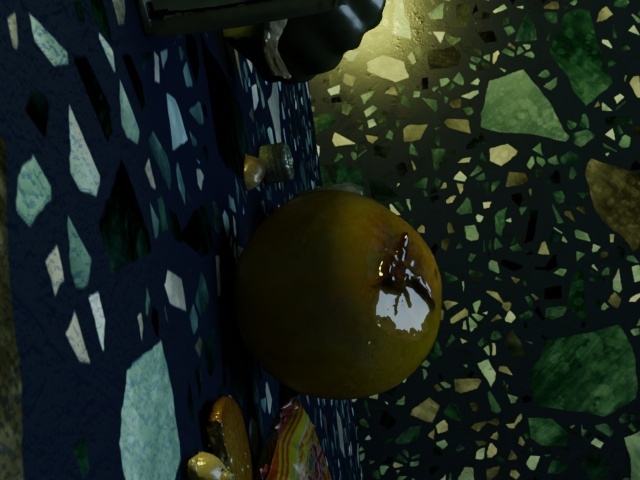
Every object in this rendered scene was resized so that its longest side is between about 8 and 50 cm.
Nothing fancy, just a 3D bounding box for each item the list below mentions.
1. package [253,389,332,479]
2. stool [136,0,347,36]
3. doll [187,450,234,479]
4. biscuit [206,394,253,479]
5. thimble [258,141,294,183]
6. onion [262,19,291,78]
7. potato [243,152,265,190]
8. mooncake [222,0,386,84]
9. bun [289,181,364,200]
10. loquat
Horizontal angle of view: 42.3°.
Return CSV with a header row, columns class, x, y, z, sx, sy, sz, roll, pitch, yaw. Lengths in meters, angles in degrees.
class,x,y,z,sx,sy,sz,roll,pitch,yaw
package,-0.042,0.397,1.275,0.223,0.108,0.288,-75,150,-64
stool,-0.105,-0.401,0.967,0.170,0.244,0.269,-90,171,-58
doll,-0.130,0.278,0.894,0.061,0.051,0.093,69,43,-72
biscuit,-0.113,0.282,1.066,0.126,0.025,0.206,-86,168,-64
thimble,-0.093,-0.165,1.764,0.110,0.062,0.084,-68,149,-80
onion,-0.061,-0.481,1.230,0.345,0.358,0.358,-45,-147,36
potato,-0.122,-0.134,1.537,0.093,0.036,0.037,-90,174,-51
mooncake,-0.024,-0.466,1.540,0.187,0.351,0.351,38,34,-35
bun,-0.004,0.054,1.651,0.364,0.202,0.364,177,-90,-90
loquat,0.008,0.090,1.291,0.328,0.359,0.328,19,59,-34
